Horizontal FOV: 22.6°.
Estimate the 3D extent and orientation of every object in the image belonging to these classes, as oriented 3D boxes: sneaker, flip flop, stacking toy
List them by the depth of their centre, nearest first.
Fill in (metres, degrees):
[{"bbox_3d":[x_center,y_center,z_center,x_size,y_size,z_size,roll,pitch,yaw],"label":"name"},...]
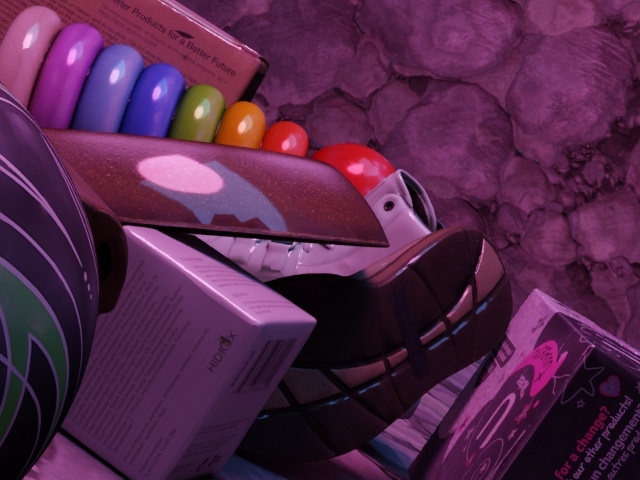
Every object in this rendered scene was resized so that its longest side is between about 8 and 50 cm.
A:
[{"bbox_3d":[0.015,0.058,0.995,0.080,0.112,0.277,-8,11,43],"label":"flip flop"},{"bbox_3d":[0.001,0.000,1.162,0.256,0.151,0.094,33,7,24],"label":"sneaker"},{"bbox_3d":[-0.093,-0.074,1.258,0.330,0.141,0.141,16,6,-1],"label":"stacking toy"}]

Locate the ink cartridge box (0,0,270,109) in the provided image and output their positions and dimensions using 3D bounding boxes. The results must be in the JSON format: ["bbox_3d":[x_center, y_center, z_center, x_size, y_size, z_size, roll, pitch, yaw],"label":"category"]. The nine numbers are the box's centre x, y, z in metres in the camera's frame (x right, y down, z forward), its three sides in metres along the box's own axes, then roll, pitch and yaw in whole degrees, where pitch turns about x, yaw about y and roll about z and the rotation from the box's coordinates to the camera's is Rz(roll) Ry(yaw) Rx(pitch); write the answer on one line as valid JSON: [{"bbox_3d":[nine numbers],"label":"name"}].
[{"bbox_3d":[-0.190,-0.132,1.366,0.234,0.193,0.088,33,5,4],"label":"ink cartridge box"}]

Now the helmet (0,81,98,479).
[{"bbox_3d":[-0.144,0.013,0.458,0.169,0.161,0.169,31,5,-3],"label":"helmet"}]

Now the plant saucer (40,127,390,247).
[{"bbox_3d":[-0.113,-0.030,0.933,0.310,0.050,0.310,4,-2,0],"label":"plant saucer"}]

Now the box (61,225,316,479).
[{"bbox_3d":[-0.073,0.057,0.791,0.087,0.102,0.101,35,7,13],"label":"box"}]

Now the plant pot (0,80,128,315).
[{"bbox_3d":[-0.173,-0.014,0.632,0.165,0.167,0.167,42,9,22],"label":"plant pot"}]

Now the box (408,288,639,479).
[{"bbox_3d":[0.156,0.140,0.978,0.142,0.163,0.247,33,5,-4],"label":"box"}]
